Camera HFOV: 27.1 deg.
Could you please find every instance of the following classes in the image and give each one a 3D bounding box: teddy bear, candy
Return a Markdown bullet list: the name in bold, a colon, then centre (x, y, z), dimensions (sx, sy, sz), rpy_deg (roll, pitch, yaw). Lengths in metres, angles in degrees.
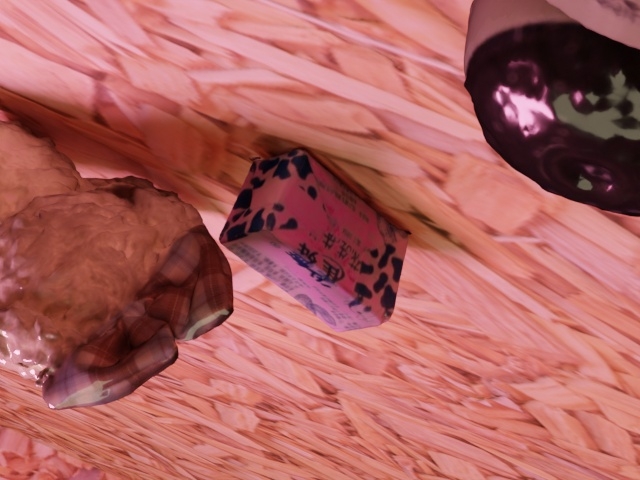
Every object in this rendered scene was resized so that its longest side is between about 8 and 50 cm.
- **teddy bear**: centre (-0.235, 0.069, 1.189), dimensions (0.362, 0.327, 0.375), rpy_deg (42, 148, 21)
- **candy**: centre (0.000, 0.000, 1.113), dimensions (0.073, 0.092, 0.160), rpy_deg (-9, 142, 44)

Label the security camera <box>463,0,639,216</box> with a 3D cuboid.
- **security camera**: centre (0.143, -0.122, 0.538), dimensions (0.197, 0.191, 0.277), rpy_deg (16, 160, 8)
